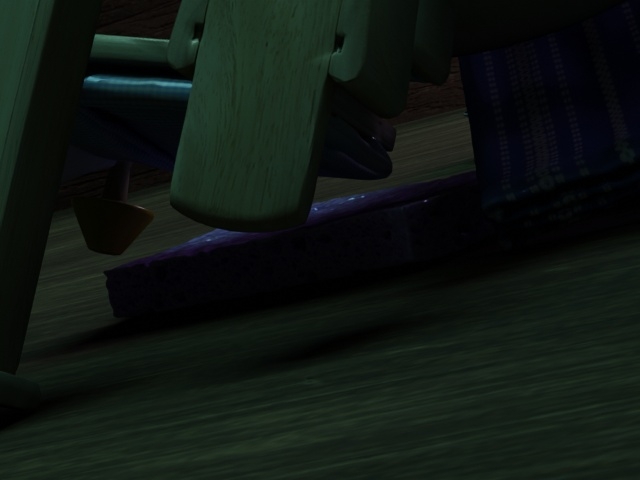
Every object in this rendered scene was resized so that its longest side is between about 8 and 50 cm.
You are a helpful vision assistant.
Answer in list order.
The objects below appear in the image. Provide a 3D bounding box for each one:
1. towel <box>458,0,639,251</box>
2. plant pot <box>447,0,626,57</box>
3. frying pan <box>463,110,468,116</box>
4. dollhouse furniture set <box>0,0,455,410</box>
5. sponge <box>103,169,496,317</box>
[{"bbox_3d":[0.217,-0.128,0.904,0.336,0.040,0.243,-23,28,12],"label":"towel"},{"bbox_3d":[0.034,-0.194,0.924,0.191,0.284,0.284,-41,-11,33],"label":"plant pot"},{"bbox_3d":[0.249,-0.118,1.527,0.197,0.053,0.326,-18,7,-32],"label":"frying pan"},{"bbox_3d":[-0.064,-0.009,0.860,0.286,0.198,0.303,7,-10,25],"label":"dollhouse furniture set"},{"bbox_3d":[0.000,0.000,0.984,0.210,0.031,0.117,-10,7,42],"label":"sponge"}]
